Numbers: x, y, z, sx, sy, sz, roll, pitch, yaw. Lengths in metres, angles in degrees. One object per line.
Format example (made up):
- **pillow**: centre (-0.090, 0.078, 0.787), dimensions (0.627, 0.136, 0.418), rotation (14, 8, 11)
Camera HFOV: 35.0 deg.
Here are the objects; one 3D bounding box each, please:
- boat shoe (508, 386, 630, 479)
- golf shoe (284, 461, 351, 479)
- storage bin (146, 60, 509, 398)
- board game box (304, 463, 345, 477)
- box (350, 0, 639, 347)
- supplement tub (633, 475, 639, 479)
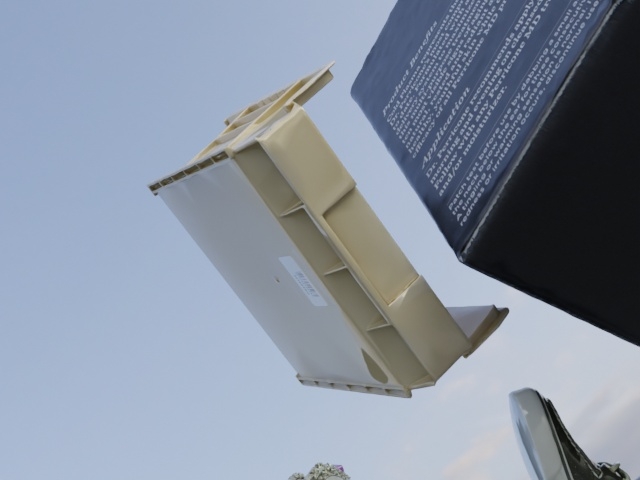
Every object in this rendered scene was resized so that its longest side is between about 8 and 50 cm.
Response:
- **boat shoe**: centre (0.224, 0.215, 0.842), dimensions (0.070, 0.219, 0.078), rotation (-25, 3, -2)
- **golf shoe**: centre (-0.015, 0.345, 1.331), dimensions (0.176, 0.069, 0.086), rotation (9, -58, -55)
- **storage bin**: centre (0.000, 0.000, 0.914), dimensions (0.123, 0.262, 0.260), rotation (-41, 13, -23)
- **board game box**: centre (-0.074, 0.540, 1.689), dimensions (0.347, 0.208, 0.056), rotation (-20, 8, -33)
- **box**: centre (0.331, -0.098, 0.953), dimensions (0.480, 0.471, 0.297), rotation (25, -71, -17)
- **supplement tub**: centre (0.373, 0.235, 0.940), dimensions (0.190, 0.117, 0.117), rotation (-33, -30, -14)
